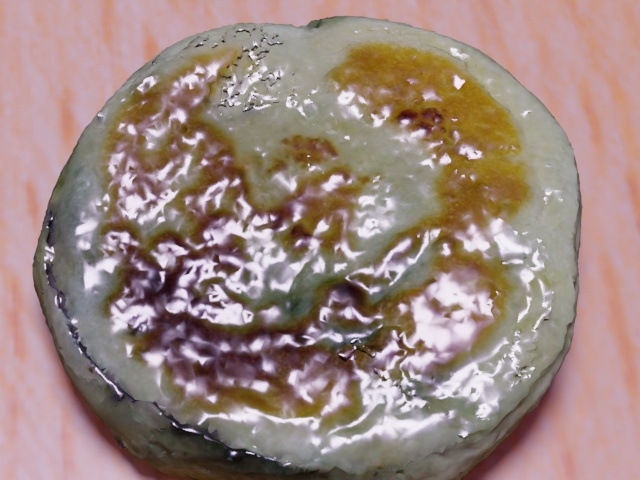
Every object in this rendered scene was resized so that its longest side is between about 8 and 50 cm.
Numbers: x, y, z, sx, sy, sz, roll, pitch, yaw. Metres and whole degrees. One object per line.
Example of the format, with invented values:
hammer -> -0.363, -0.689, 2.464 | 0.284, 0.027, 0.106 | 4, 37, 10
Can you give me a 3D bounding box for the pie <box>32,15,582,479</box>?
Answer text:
pie -> 0.000, 0.000, 0.582 | 0.240, 0.054, 0.240 | 0, 59, 0
